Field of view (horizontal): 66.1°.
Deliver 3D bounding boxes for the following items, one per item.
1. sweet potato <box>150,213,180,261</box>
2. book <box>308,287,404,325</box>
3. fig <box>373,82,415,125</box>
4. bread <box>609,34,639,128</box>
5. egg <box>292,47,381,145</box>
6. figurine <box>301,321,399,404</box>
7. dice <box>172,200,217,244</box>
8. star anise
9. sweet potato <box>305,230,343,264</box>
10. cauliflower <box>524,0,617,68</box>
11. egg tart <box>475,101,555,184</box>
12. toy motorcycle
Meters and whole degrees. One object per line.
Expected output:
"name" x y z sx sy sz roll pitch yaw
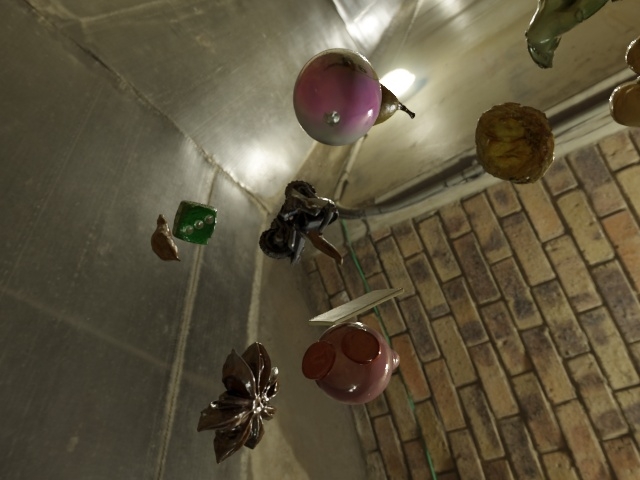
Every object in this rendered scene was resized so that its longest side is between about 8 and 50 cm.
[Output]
"sweet potato" -0.437 -0.004 1.354 0.068 0.068 0.226 35 14 -43
"book" 0.128 0.243 1.806 0.310 0.217 0.021 -21 91 -27
"fig" 0.204 -0.459 1.680 0.274 0.170 0.145 6 13 -17
"bread" 0.828 -0.335 0.995 0.329 0.424 0.245 -104 -175 -54
"egg" 0.034 -0.318 1.075 0.196 0.196 0.271 46 17 -31
"figurine" 0.064 0.249 0.999 0.173 0.173 0.173 42 33 -36
"dice" -0.419 -0.062 1.636 0.120 0.128 0.131 14 6 -26
"star anise" -0.205 0.418 1.286 0.315 0.108 0.315 -10 102 -53
"sweet potato" 0.000 0.000 1.356 0.050 0.050 0.214 38 7 -40
"cauliflower" 0.478 -0.516 0.939 0.260 0.281 0.327 31 10 -31
"egg tart" 0.530 -0.264 1.329 0.098 0.252 0.232 -27 96 -28
"toy motorcycle" -0.045 -0.043 1.216 0.159 0.106 0.270 23 48 -4
